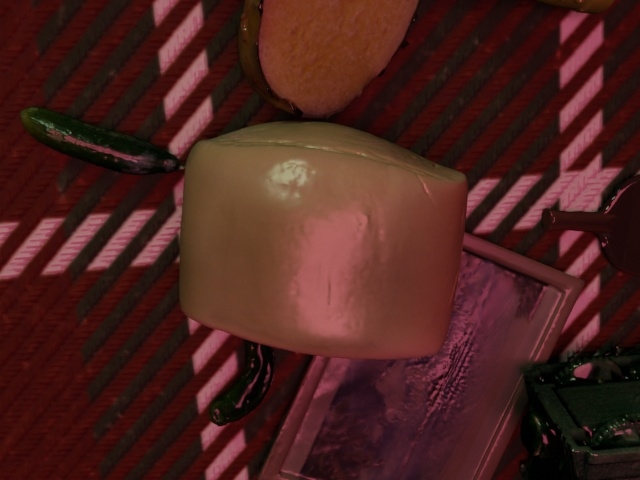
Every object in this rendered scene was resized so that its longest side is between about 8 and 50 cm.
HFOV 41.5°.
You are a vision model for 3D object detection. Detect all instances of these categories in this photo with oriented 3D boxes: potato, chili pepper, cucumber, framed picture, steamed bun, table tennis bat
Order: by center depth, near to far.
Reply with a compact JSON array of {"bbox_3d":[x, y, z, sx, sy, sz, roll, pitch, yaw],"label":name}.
[{"bbox_3d":[0.002,-0.207,0.723,0.164,0.081,0.200,28,95,-43],"label":"potato"},{"bbox_3d":[0.000,0.000,0.725,0.250,0.155,0.200,8,99,-1],"label":"steamed bun"},{"bbox_3d":[-0.194,-0.082,0.754,0.155,0.037,0.037,17,101,-10],"label":"cucumber"},{"bbox_3d":[0.311,-0.005,0.792,0.169,0.119,0.108,2,103,-9],"label":"table tennis bat"},{"bbox_3d":[-0.070,0.131,0.822,0.055,0.035,0.118,11,107,-27],"label":"chili pepper"},{"bbox_3d":[0.099,0.140,0.849,0.231,0.024,0.315,21,100,-11],"label":"framed picture"}]

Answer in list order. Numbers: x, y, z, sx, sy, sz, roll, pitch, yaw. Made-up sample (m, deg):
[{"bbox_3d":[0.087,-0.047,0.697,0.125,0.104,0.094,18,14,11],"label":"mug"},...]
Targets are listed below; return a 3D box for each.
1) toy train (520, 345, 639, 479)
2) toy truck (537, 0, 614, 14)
[{"bbox_3d":[0.351,0.204,0.844,0.330,0.138,0.178,-2,119,-11],"label":"toy train"},{"bbox_3d":[0.167,-0.279,0.703,0.187,0.148,0.211,-13,128,-11],"label":"toy truck"}]
